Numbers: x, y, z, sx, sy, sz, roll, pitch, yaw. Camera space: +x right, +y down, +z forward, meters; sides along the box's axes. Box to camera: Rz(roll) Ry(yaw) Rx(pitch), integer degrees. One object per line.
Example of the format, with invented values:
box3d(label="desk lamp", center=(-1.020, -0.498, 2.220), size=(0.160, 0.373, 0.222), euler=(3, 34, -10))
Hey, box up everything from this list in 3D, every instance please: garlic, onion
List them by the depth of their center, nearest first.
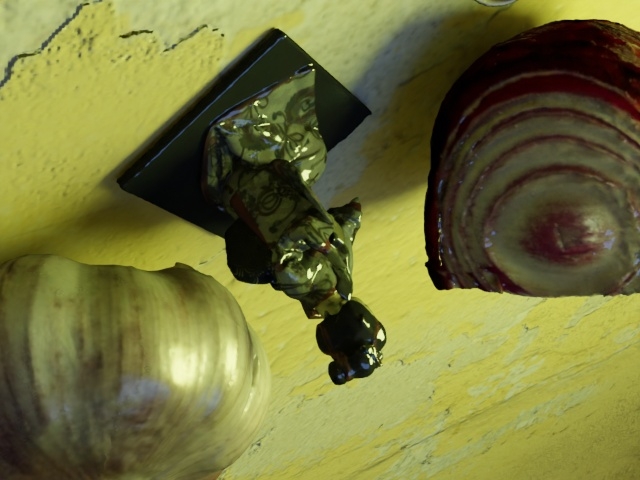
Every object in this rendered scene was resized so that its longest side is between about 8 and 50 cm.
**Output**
box3d(label="garlic", center=(-0.149, 0.150, 0.785), size=(0.245, 0.253, 0.245), euler=(-7, 159, -3))
box3d(label="onion", center=(0.194, -0.073, 0.902), size=(0.206, 0.216, 0.207), euler=(-47, 136, -62))

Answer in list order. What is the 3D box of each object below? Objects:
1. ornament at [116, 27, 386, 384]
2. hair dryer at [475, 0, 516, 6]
box3d(label="ornament", center=(0.000, 0.000, 0.795), size=(0.153, 0.196, 0.166), euler=(-40, 153, 12))
box3d(label="hair dryer", center=(0.039, -0.200, 0.639), size=(0.181, 0.117, 0.064), euler=(13, 131, -30))
